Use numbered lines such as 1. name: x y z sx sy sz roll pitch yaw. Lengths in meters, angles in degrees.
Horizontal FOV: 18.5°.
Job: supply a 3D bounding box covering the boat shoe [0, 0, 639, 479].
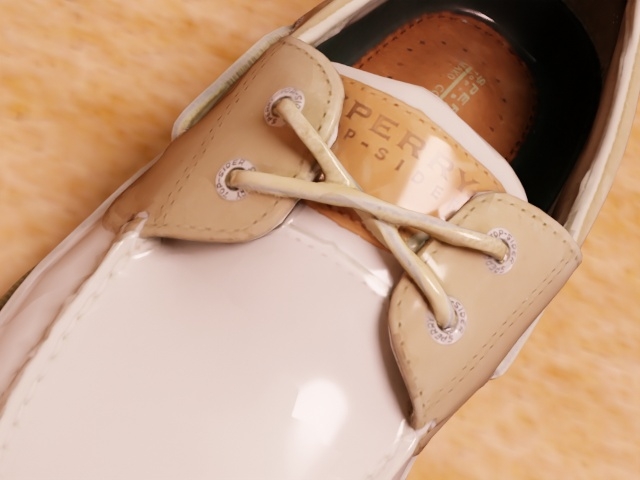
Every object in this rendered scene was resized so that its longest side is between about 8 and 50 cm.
1. boat shoe: 0.000 0.000 0.483 0.113 0.103 0.302 35 46 -2
